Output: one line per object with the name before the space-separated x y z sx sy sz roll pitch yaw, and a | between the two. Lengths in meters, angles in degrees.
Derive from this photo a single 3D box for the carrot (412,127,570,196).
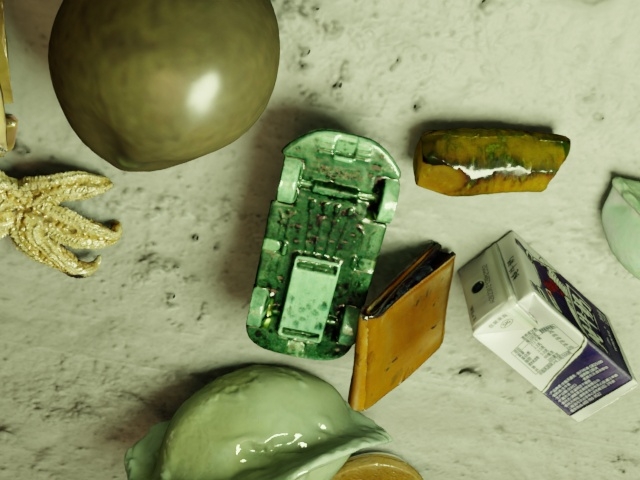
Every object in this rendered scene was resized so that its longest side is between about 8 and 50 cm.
carrot | 0.195 -0.089 0.923 0.173 0.082 0.082 3 124 -2

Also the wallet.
wallet | 0.100 0.107 1.008 0.042 0.195 0.161 25 130 31

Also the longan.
longan | -0.151 -0.172 0.776 0.215 0.246 0.246 27 121 -4

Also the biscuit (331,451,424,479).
biscuit | 0.067 0.403 1.278 0.208 0.049 0.181 -21 122 14

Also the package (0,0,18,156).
package | -0.492 -0.170 0.847 0.311 0.221 0.165 1 164 -3

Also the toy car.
toy car | 0.000 0.000 0.958 0.136 0.125 0.305 11 117 -4

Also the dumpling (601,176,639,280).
dumpling | 0.430 0.006 0.960 0.217 0.149 0.105 43 74 -17

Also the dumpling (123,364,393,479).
dumpling | -0.100 0.280 1.114 0.321 0.211 0.270 -37 154 7

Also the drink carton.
drink carton | 0.286 0.110 1.029 0.222 0.134 0.102 38 119 -22

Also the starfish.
starfish | -0.366 -0.034 0.972 0.216 0.071 0.238 -42 109 18
